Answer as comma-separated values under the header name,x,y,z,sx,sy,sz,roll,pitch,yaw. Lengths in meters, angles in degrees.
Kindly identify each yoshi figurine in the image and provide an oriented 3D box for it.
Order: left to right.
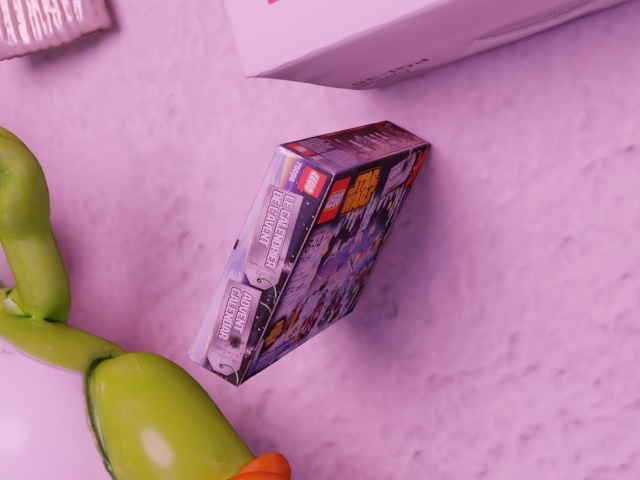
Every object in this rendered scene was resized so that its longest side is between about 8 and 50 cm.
name,x,y,z,sx,sy,sz,roll,pitch,yaw
yoshi figurine,-0.169,0.053,0.516,0.362,0.203,0.203,44,145,24

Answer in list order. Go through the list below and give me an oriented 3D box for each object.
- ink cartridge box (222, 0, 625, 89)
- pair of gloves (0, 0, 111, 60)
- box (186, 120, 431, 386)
name,x,y,z,sx,sy,sz,roll,pitch,yaw
ink cartridge box,0.042,-0.224,0.459,0.207,0.117,0.283,-17,88,26
pair of gloves,-0.238,-0.181,0.588,0.240,0.042,0.204,-8,90,0
box,0.000,0.000,0.495,0.027,0.137,0.094,28,108,14
